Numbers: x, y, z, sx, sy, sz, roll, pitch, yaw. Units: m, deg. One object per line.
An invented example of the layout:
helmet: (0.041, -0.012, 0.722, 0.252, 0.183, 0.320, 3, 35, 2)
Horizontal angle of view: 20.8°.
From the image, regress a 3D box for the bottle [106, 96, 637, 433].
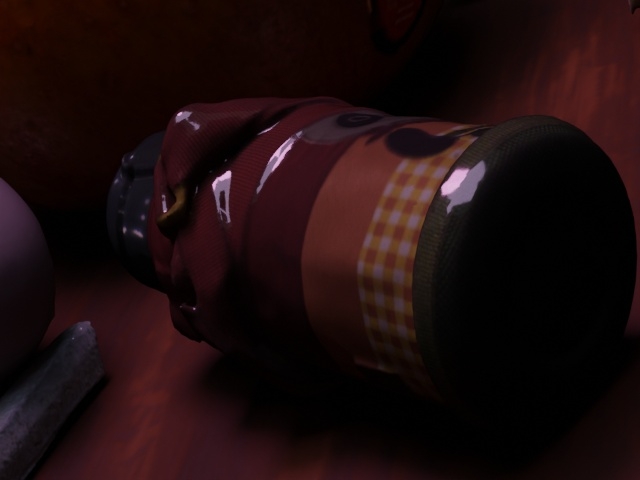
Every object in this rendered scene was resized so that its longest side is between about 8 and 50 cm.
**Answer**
bottle: (0.000, 0.000, 0.802, 0.271, 0.156, 0.143, 11, 47, 45)

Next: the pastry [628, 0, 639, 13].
pastry: (0.262, -0.192, 1.052, 0.166, 0.088, 0.166, -19, 22, 8)

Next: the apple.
apple: (-0.109, -0.218, 1.142, 0.400, 0.333, 0.400, -19, 23, 8)

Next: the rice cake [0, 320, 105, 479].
rice cake: (-0.156, 0.100, 0.887, 0.029, 0.033, 0.171, -13, 26, 31)

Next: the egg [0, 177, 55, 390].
egg: (-0.245, 0.024, 0.949, 0.232, 0.176, 0.176, -8, 28, 35)
